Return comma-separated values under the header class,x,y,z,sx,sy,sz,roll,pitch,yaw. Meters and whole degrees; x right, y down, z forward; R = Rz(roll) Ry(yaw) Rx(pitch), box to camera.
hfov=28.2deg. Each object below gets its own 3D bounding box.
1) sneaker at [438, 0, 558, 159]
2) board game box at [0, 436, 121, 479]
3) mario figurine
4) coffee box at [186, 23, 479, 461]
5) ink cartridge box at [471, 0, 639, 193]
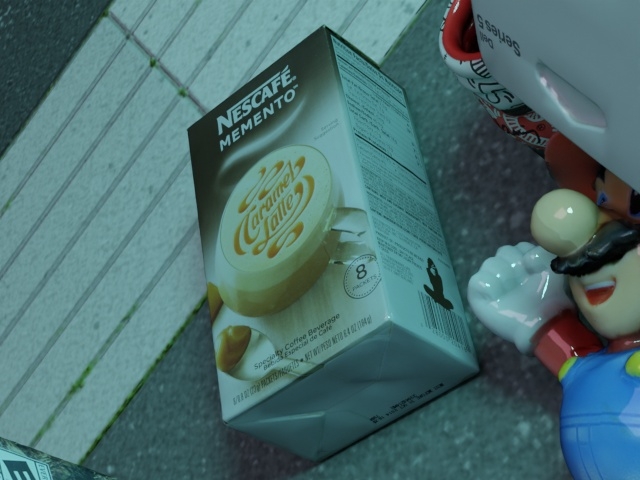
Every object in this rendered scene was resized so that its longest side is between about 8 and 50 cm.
class,x,y,z,sx,sy,sz,roll,pitch,yaw
sneaker,0.187,-0.171,0.728,0.270,0.145,0.090,-48,43,13
board game box,-0.069,0.247,0.570,0.141,0.291,0.232,-46,44,14
mario figurine,0.137,0.064,0.619,0.198,0.170,0.320,-1,70,30
coffee box,0.000,0.000,0.848,0.141,0.098,0.246,-34,47,26
ink cartridge box,0.228,-0.144,0.591,0.273,0.114,0.198,-26,37,-10
